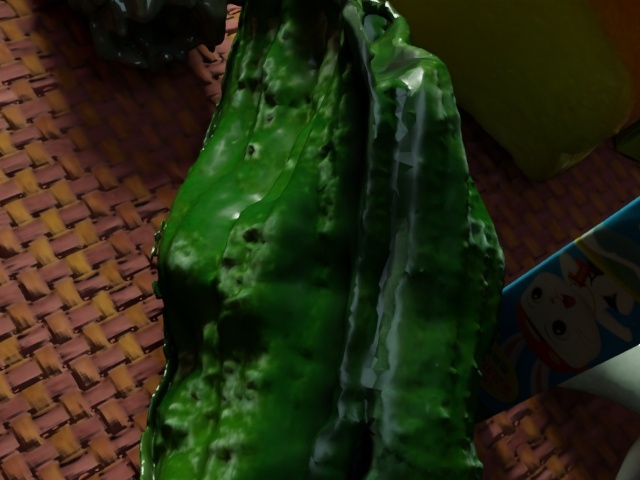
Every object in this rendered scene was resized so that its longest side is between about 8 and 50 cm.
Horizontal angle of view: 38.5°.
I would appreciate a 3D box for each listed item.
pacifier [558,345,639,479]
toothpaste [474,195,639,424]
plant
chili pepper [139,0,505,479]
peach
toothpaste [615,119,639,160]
[{"bbox_3d":[0.223,0.098,0.593,0.244,0.299,0.233,-8,28,-32],"label":"pacifier"},{"bbox_3d":[0.135,0.048,0.525,0.050,0.266,0.065,-24,77,-33],"label":"toothpaste"},{"bbox_3d":[-0.127,-0.217,0.623,0.129,0.132,0.194,-7,67,-31],"label":"plant"},{"bbox_3d":[0.011,0.001,0.525,0.168,0.213,0.384,19,66,-40],"label":"chili pepper"},{"bbox_3d":[0.159,-0.271,0.704,0.380,0.242,0.306,46,58,3],"label":"peach"},{"bbox_3d":[0.428,-0.086,0.853,0.328,0.077,0.110,20,59,-15],"label":"toothpaste"}]
